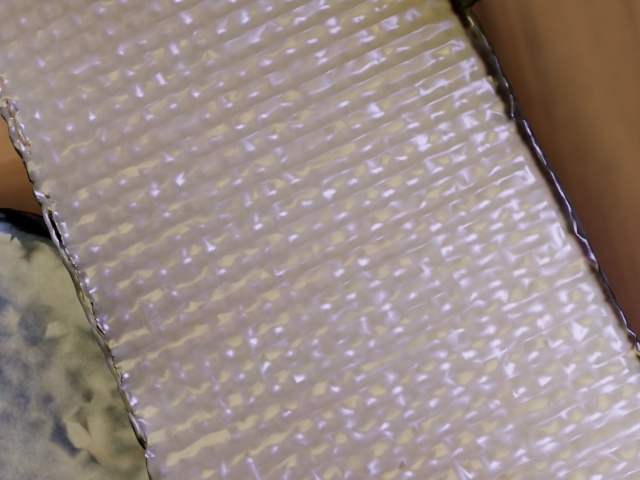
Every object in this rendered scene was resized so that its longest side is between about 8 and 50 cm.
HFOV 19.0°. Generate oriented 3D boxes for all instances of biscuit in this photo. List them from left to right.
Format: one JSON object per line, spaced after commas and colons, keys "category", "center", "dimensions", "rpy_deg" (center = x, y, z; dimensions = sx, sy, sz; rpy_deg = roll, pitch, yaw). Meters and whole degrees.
{"category": "biscuit", "center": [0.000, 0.000, 0.466], "dimensions": [0.121, 0.040, 0.199], "rpy_deg": [-24, 72, 2]}

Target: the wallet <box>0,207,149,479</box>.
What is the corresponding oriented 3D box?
{"category": "wallet", "center": [0.052, 0.123, 0.494], "dimensions": [0.379, 0.046, 0.191], "rpy_deg": [16, 95, 12]}
